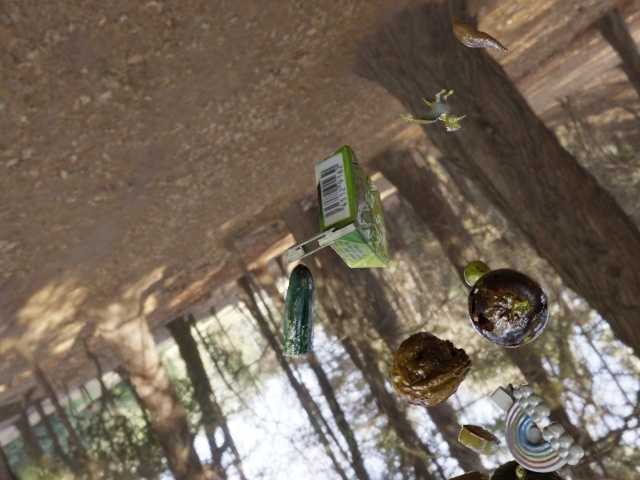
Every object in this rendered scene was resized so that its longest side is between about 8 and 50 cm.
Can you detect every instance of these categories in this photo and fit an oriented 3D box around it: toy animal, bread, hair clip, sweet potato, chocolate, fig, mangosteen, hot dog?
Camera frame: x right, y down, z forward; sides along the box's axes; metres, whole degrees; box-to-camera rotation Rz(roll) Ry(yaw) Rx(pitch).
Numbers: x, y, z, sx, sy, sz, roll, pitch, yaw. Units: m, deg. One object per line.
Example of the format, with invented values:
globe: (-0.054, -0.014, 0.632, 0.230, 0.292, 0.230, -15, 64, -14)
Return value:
toy animal: (0.314, -0.341, 1.615, 0.219, 0.095, 0.155, 1, 177, -31)
bread: (0.604, 0.758, 2.390, 0.086, 0.156, 0.125, -67, 164, 1)
hair clip: (0.439, 0.393, 1.313, 0.054, 0.220, 0.140, 10, 124, -36)
sweet potato: (0.506, -0.657, 2.049, 0.068, 0.226, 0.068, -41, 156, -23)
chocolate: (0.098, -0.089, 1.965, 0.136, 0.301, 0.289, -15, 148, 20)
fig: (0.527, 0.135, 2.009, 0.093, 0.166, 0.093, -23, 145, -17)
mangosteen: (0.457, 0.166, 1.541, 0.192, 0.192, 0.217, -31, 165, 7)
hot dog: (0.253, 0.285, 1.424, 0.227, 0.160, 0.099, -31, 143, -56)

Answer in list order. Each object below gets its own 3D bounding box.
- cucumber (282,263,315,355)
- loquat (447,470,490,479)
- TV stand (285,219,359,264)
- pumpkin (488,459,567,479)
cucumber: (-0.049, 0.188, 1.726, 0.063, 0.244, 0.115, 1, -177, 29)
loquat: (0.477, 0.893, 2.018, 0.276, 0.276, 0.284, -32, -143, 36)
TV stand: (0.000, 0.000, 1.791, 0.249, 0.042, 0.036, -26, -172, 29)
pumpkin: (0.609, 0.743, 1.840, 0.249, 0.216, 0.250, -21, -164, 6)
